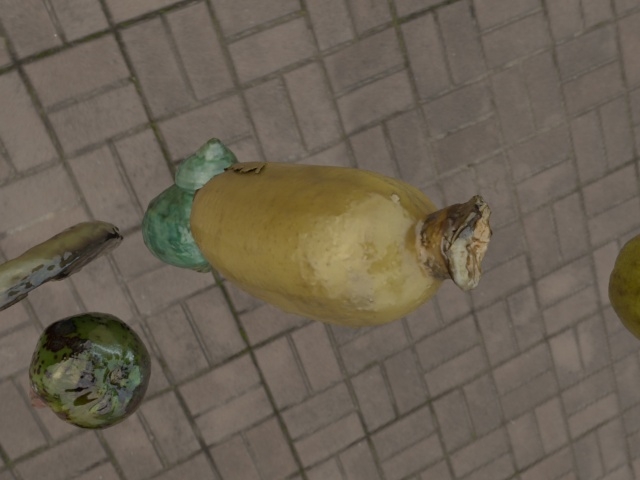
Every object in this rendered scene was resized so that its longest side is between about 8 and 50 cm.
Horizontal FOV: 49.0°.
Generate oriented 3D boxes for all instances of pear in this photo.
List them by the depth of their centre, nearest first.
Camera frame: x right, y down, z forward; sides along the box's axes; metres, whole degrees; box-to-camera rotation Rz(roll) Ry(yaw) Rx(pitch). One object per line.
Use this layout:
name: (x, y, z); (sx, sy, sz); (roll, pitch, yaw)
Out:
pear: (0.376, 0.050, 0.696); (0.149, 0.162, 0.149); (-23, 119, -48)

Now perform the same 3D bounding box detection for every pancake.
pancake: (-0.332, 0.045, 0.720); (0.294, 0.294, 0.049); (-24, 98, -13)

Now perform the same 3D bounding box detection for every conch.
conch: (-0.144, -0.035, 0.869); (0.122, 0.176, 0.188); (42, 126, -12)

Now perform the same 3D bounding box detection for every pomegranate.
pomegranate: (-0.274, 0.160, 0.798); (0.163, 0.125, 0.138); (-38, 125, 9)

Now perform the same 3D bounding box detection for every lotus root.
lotus root: (-0.002, 0.002, 0.600); (0.146, 0.303, 0.130); (5, 94, -52)
